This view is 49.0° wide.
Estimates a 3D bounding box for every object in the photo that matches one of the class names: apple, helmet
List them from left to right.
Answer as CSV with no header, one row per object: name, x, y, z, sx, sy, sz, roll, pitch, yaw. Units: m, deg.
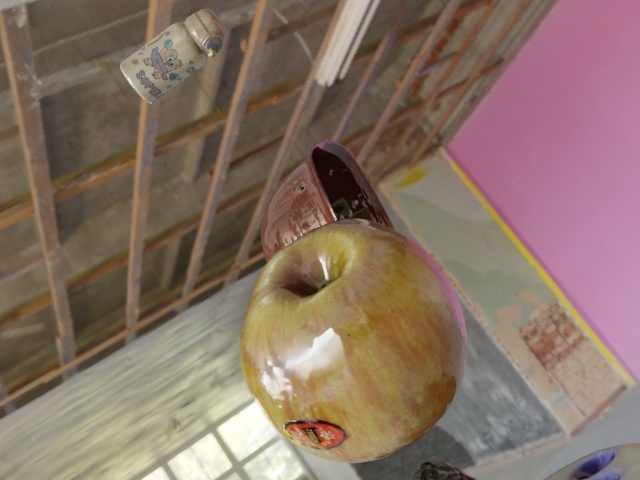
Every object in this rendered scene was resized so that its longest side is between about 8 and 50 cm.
helmet,0.000,0.000,1.379,0.230,0.338,0.385,-28,-8,20
apple,0.028,0.091,0.648,0.211,0.188,0.211,-25,27,14

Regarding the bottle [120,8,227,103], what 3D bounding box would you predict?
bottle,-0.277,-0.361,1.367,0.209,0.110,0.097,-35,-36,6

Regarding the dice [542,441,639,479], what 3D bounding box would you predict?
dice,0.314,0.368,0.689,0.243,0.251,0.259,-38,-11,18

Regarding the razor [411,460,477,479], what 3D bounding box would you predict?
razor,0.211,0.519,1.089,0.107,0.327,0.189,-8,18,-37
